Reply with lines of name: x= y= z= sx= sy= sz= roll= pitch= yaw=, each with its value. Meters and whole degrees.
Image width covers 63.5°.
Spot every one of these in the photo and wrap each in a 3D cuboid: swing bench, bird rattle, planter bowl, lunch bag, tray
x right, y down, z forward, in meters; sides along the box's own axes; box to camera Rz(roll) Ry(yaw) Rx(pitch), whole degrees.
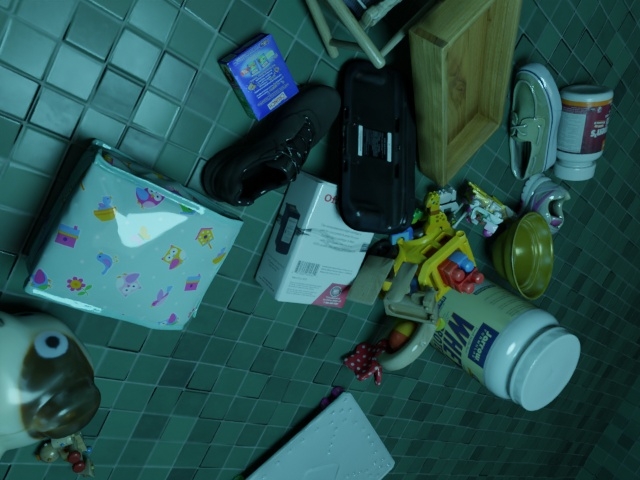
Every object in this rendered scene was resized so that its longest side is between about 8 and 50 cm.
swing bench: x=0.077 y=-0.458 z=0.803 sx=0.253 sy=0.165 sz=0.255 roll=-46 pitch=129 yaw=-6
bird rattle: x=0.174 y=0.224 z=1.186 sx=0.253 sy=0.207 sz=0.143 roll=-41 pitch=96 yaw=-15
planter bowl: x=0.497 y=0.037 z=1.304 sx=0.217 sy=0.090 sz=0.218 roll=-1 pitch=91 yaw=-42
lunch bag: x=-0.272 y=0.006 z=0.795 sx=0.262 sy=0.160 sz=0.224 roll=27 pitch=94 yaw=-34
tray: x=0.264 y=-0.285 z=0.955 sx=0.203 sy=0.076 sz=0.411 roll=-46 pitch=155 yaw=-9

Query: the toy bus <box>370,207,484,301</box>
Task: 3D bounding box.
toy bus: x=0.238 y=0.066 z=1.137 sx=0.220 sy=0.211 sz=0.150 roll=-39 pitch=130 yaw=-10

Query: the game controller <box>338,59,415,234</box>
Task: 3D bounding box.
game controller: x=0.107 y=-0.173 z=0.962 sx=0.166 sy=0.067 sz=0.320 roll=4 pitch=83 yaw=-26

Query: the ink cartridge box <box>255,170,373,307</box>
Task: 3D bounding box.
ink cartridge box: x=0.000 y=0.000 z=1.012 sx=0.171 sy=0.100 sz=0.237 roll=12 pitch=105 yaw=-39

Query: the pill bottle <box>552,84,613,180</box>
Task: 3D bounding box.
pill bottle: x=0.660 y=-0.274 z=1.317 sx=0.121 sy=0.121 sz=0.221 roll=-21 pitch=122 yaw=-25

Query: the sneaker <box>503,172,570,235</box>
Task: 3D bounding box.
sneaker: x=0.575 y=-0.046 z=1.375 sx=0.102 sy=0.111 sz=0.253 roll=1 pitch=111 yaw=-35

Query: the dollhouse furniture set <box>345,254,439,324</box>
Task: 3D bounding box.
dollhouse furniture set: x=0.152 y=0.136 z=1.051 sx=0.123 sy=0.143 sz=0.151 roll=-56 pitch=145 yaw=-39

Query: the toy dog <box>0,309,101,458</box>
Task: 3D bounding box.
toy dog: x=-0.501 y=0.266 z=0.689 sx=0.408 sy=0.284 sz=0.396 roll=-42 pitch=132 yaw=-13

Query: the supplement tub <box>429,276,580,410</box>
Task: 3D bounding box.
supplement tub: x=0.431 y=0.236 z=1.274 sx=0.235 sy=0.324 sz=0.236 roll=-15 pitch=119 yaw=-28

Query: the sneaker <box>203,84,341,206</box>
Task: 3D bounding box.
sneaker: x=-0.060 y=-0.153 z=0.880 sx=0.286 sy=0.130 sz=0.109 roll=-46 pitch=127 yaw=-9

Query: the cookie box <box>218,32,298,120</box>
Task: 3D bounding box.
cookie box: x=-0.100 y=-0.269 z=0.852 sx=0.091 sy=0.040 sz=0.107 roll=-39 pitch=128 yaw=-13

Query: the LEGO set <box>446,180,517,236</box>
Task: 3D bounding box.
LEGO set: x=0.377 y=-0.059 z=1.243 sx=0.107 sy=0.132 sz=0.287 roll=-52 pitch=161 yaw=19

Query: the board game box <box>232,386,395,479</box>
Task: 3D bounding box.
board game box: x=-0.018 y=0.607 z=1.327 sx=0.389 sy=0.050 sz=0.390 roll=-38 pitch=127 yaw=-13

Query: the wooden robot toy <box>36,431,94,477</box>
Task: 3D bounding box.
wooden robot toy: x=-0.457 y=0.365 z=0.901 sx=0.078 sy=0.076 sz=0.174 roll=-16 pitch=121 yaw=-15

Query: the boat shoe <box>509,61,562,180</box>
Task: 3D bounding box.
boat shoe: x=0.498 y=-0.268 z=1.221 sx=0.094 sy=0.109 sz=0.302 roll=-36 pitch=130 yaw=-12

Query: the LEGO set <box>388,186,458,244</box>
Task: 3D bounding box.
LEGO set: x=0.204 y=-0.065 z=1.088 sx=0.227 sy=0.087 sz=0.093 roll=-15 pitch=128 yaw=-12
